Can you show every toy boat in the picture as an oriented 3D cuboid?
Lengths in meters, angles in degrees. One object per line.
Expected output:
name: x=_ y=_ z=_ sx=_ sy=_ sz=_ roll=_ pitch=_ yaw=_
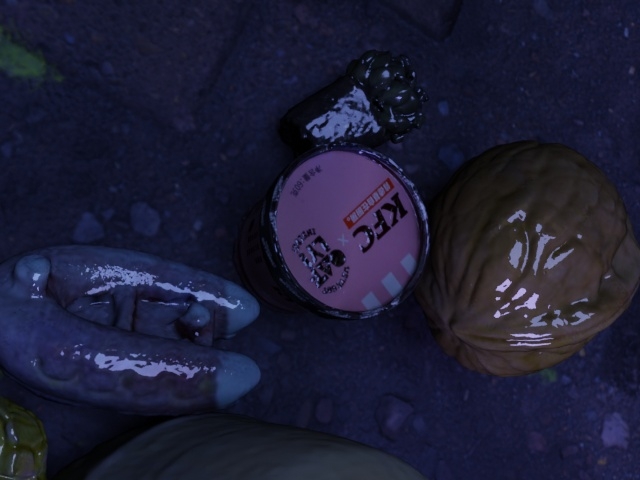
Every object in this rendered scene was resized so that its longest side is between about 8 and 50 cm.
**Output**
toy boat: x=-0.157 y=0.057 z=0.709 sx=0.227 sy=0.085 sz=0.155 roll=10 pitch=38 yaw=-11

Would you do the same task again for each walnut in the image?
walnut: x=0.182 y=0.019 z=0.831 sx=0.227 sy=0.228 sz=0.228 roll=4 pitch=80 yaw=-23

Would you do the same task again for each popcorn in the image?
popcorn: x=-0.253 y=0.170 z=0.686 sx=0.097 sy=0.089 sz=0.109 roll=-45 pitch=66 yaw=1

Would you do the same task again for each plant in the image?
plant: x=0.035 y=-0.122 z=0.861 sx=0.143 sy=0.092 sz=0.094 roll=-35 pitch=89 yaw=-16

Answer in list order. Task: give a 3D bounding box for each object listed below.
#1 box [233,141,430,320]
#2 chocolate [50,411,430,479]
box: x=0.000 y=0.000 z=0.801 sx=0.151 sy=0.135 sz=0.151 roll=5 pitch=79 yaw=-25
chocolate: x=-0.040 y=0.293 z=0.625 sx=0.314 sy=0.297 sz=0.326 roll=39 pitch=71 yaw=-27
